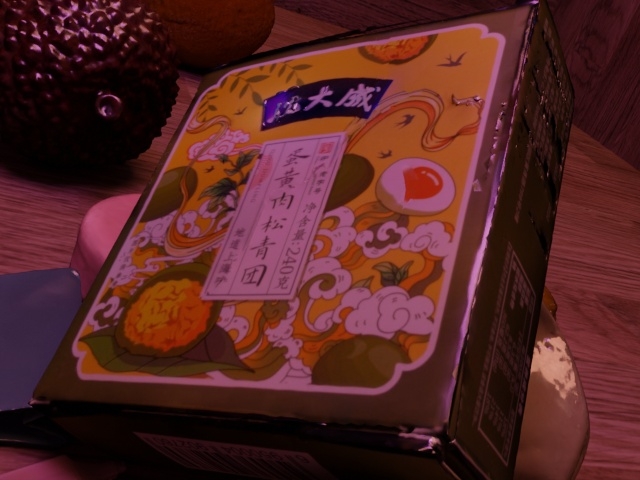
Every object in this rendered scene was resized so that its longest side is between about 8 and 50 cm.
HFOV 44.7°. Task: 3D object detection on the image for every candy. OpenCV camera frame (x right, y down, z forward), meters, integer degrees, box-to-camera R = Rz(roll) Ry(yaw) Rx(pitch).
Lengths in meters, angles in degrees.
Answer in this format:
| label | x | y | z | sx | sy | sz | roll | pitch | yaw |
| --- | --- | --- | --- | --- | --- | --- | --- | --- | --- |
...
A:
| label | x | y | z | sx | sy | sz | roll | pitch | yaw |
| --- | --- | --- | --- | --- | --- | --- | --- | --- | --- |
| candy | -0.184 | 0.033 | 0.947 | 0.255 | 0.094 | 0.255 | 19 | 24 | -9 |

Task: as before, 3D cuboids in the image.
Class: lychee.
| label | x | y | z | sx | sy | sz | roll | pitch | yaw |
| --- | --- | --- | --- | --- | --- | --- | --- | --- | --- |
| lychee | -0.360 | -0.254 | 1.159 | 0.306 | 0.306 | 0.330 | -1 | 37 | -42 |

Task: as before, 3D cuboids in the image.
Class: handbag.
| label | x | y | z | sx | sy | sz | roll | pitch | yaw |
| --- | --- | --- | --- | --- | --- | --- | --- | --- | --- |
| handbag | -0.305 | 0.105 | 0.753 | 0.144 | 0.057 | 0.221 | 4 | 30 | -20 |

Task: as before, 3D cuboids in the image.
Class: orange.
| label | x | y | z | sx | sy | sz | roll | pitch | yaw |
| --- | --- | --- | --- | --- | --- | --- | --- | --- | --- |
| orange | -0.291 | -0.571 | 1.864 | 0.357 | 0.322 | 0.322 | -10 | 39 | -40 |

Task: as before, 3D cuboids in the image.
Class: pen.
| label | x | y | z | sx | sy | sz | roll | pitch | yaw |
| --- | --- | --- | --- | --- | --- | --- | --- | --- | --- |
| pen | -0.241 | 0.206 | 0.616 | 0.197 | 0.032 | 0.053 | -6 | 36 | -43 |

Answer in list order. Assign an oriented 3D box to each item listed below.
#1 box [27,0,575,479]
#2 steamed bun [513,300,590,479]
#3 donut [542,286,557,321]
| label | x | y | z | sx | sy | sz | roll | pitch | yaw |
| --- | --- | --- | --- | --- | --- | --- | --- | --- | --- |
| box | 0.000 | 0.000 | 0.676 | 0.372 | 0.138 | 0.420 | -4 | 50 | 33 |
| steamed bun | 0.111 | 0.120 | 0.829 | 0.367 | 0.255 | 0.342 | 13 | 27 | -15 |
| donut | 0.248 | 0.090 | 1.193 | 0.272 | 0.107 | 0.272 | 20 | 22 | -8 |
